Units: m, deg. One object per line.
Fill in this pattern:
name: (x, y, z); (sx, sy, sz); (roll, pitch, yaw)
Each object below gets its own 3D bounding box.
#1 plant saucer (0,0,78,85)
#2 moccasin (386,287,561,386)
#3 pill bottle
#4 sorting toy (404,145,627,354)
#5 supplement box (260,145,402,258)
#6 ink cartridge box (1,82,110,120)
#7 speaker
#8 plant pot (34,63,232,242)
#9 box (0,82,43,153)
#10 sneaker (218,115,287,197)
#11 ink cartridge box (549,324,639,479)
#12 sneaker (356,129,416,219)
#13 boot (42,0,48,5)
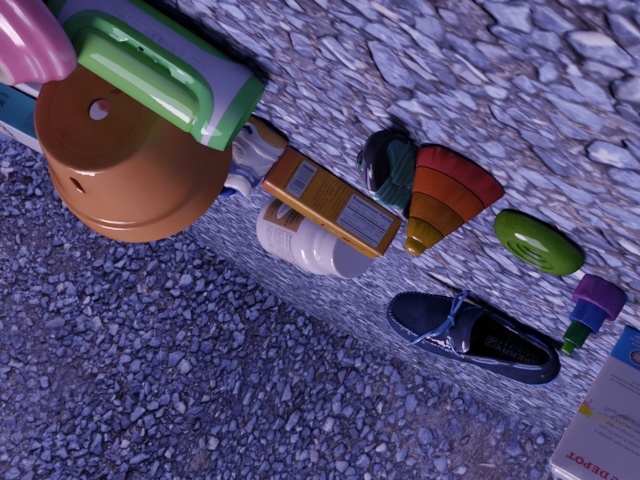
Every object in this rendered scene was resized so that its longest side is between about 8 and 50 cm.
plant saucer: (-0.459, -0.314, 1.377); (0.332, 0.084, 0.332); (39, 168, 10)
moccasin: (0.288, 0.162, 2.019); (0.342, 0.137, 0.117); (16, 163, 15)
pill bottle: (-0.007, -0.007, 2.008); (0.131, 0.131, 0.229); (39, 170, -38)
sorting toy: (0.235, 0.031, 1.376); (0.365, 0.126, 0.127); (37, 170, -22)
supplement box: (0.018, -0.061, 1.805); (0.233, 0.080, 0.078); (35, 172, -7)
ink cartridge box: (-0.443, -0.274, 1.945); (0.279, 0.160, 0.384); (25, 168, 28)
speaker: (-0.227, -0.246, 1.469); (0.296, 0.131, 0.131); (33, 172, -3)
plant pot: (-0.300, -0.162, 1.635); (0.291, 0.291, 0.203); (30, 172, 18)
box: (-0.523, -0.217, 1.816); (0.244, 0.060, 0.100); (28, 168, 17)
sneaker: (-0.162, -0.140, 1.830); (0.112, 0.131, 0.296); (33, 173, -18)
ink cartridge box: (0.465, 0.280, 1.586); (0.171, 0.232, 0.168); (30, 171, 20)
sneaker: (0.072, -0.094, 1.408); (0.098, 0.083, 0.223); (34, 174, 24)
boot: (-0.482, -0.376, 1.675); (0.207, 0.246, 0.094); (-10, 130, 25)
